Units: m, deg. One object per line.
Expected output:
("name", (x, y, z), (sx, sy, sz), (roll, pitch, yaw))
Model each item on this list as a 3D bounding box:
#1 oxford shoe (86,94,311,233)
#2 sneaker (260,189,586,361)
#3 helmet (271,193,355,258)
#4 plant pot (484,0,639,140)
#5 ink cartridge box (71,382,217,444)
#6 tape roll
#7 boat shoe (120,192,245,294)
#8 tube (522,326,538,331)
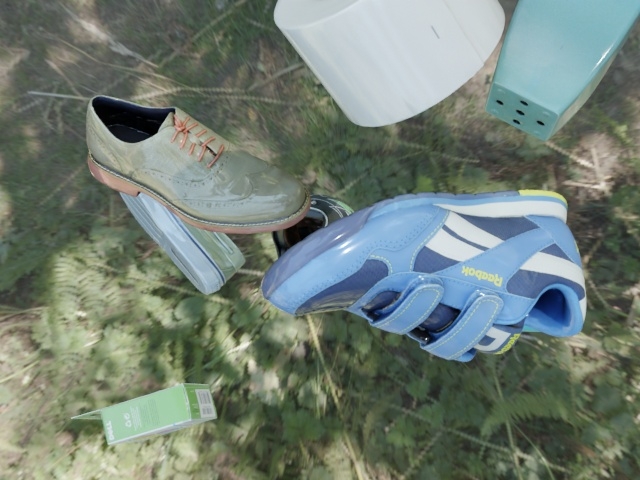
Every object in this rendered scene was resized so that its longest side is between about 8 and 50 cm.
("oxford shoe", (-0.180, -0.108, 1.356), (0.348, 0.130, 0.123), (15, 51, 13))
("sneaker", (0.047, 0.016, 0.373), (0.144, 0.053, 0.059), (-6, 70, -29))
("helmet", (0.000, 0.000, 1.715), (0.169, 0.169, 0.161), (-15, 63, 2))
("plant pot", (0.344, -0.279, 1.427), (0.165, 0.166, 0.234), (29, 77, 10))
("ink cartridge box", (-0.289, 0.293, 1.606), (0.209, 0.109, 0.062), (-18, 76, 13))
("tape roll", (0.087, -0.286, 1.231), (0.246, 0.246, 0.169), (-39, 121, 2))
("boat shoe", (-0.252, -0.042, 1.701), (0.094, 0.109, 0.302), (-36, 85, -24))
("tube", (0.298, 0.125, 1.577), (0.080, 0.207, 0.052), (34, 104, 40))
